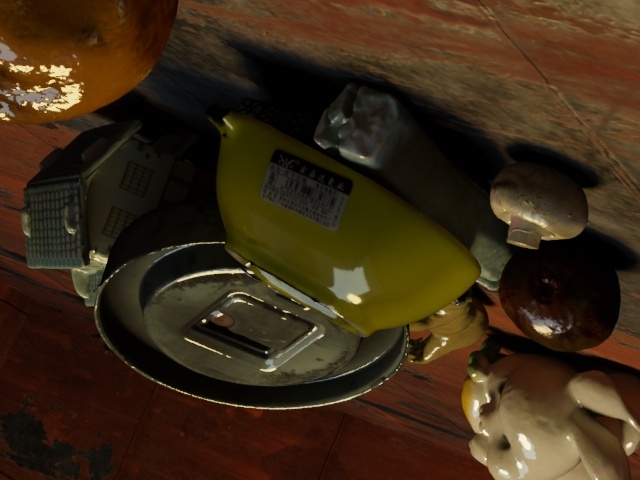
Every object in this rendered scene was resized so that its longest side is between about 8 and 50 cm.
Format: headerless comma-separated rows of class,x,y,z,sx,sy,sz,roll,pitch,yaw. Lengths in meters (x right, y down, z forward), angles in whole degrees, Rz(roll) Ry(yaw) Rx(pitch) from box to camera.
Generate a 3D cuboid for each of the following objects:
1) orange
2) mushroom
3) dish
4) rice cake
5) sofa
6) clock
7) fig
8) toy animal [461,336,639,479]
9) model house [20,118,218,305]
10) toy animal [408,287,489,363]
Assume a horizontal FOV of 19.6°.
orange,-0.218,-0.175,1.273,0.249,0.183,0.249,24,168,5
mushroom,0.174,-0.026,1.484,0.083,0.067,0.083,18,174,2
dish,0.000,0.000,1.575,0.262,0.108,0.221,31,173,10
rice cake,0.098,-0.039,1.600,0.063,0.066,0.336,29,174,35
sofa,-0.021,-0.090,1.674,0.118,0.039,0.060,15,164,34
clock,-0.065,0.065,1.797,0.312,0.061,0.313,4,146,3
fig,0.226,0.053,1.696,0.109,0.103,0.154,54,-172,17
toy animal,0.290,0.236,2.290,0.247,0.183,0.310,16,163,15
model house,-0.190,-0.020,1.961,0.215,0.198,0.224,21,172,-21
toy animal,0.137,0.075,2.075,0.101,0.103,0.219,0,161,16
